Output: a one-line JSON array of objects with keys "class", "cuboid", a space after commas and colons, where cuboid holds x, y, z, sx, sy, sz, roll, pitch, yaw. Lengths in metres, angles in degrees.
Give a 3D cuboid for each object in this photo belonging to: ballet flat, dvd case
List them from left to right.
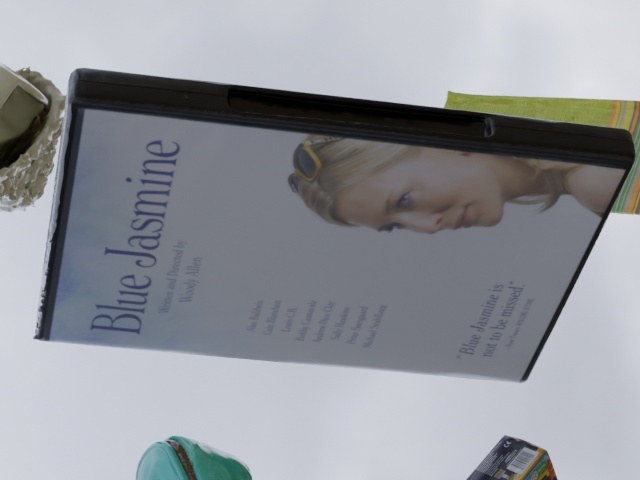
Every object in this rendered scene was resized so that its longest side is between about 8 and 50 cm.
[{"class": "ballet flat", "cuboid": [-0.299, -0.084, 1.467, 0.409, 0.147, 0.147, -48, -47, -78]}, {"class": "ballet flat", "cuboid": [-0.048, 0.228, 1.165, 0.087, 0.083, 0.247, 13, -139, -34]}, {"class": "dvd case", "cuboid": [0.000, 0.000, 0.863, 0.180, 0.253, 0.022, 108, 165, -50]}]

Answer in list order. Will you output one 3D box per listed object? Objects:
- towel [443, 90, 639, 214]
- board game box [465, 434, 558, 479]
[{"class": "towel", "cuboid": [0.194, -0.072, 1.482, 0.021, 0.237, 0.102, 48, -125, -49]}, {"class": "board game box", "cuboid": [0.132, 0.263, 1.464, 0.170, 0.048, 0.141, -44, -48, -28]}]
